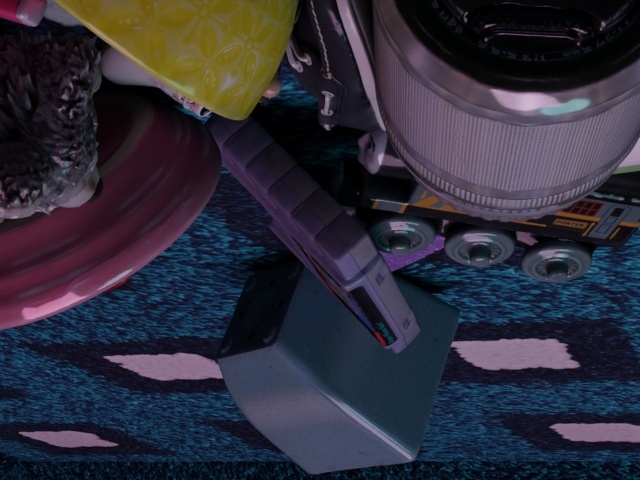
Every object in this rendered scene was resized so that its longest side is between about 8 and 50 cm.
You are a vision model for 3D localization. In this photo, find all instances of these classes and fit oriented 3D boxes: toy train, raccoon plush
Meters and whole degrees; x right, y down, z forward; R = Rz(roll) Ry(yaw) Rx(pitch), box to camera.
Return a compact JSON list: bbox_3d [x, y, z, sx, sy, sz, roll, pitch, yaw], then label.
[{"bbox_3d":[0.184,-0.062,1.424,0.333,0.142,0.190,10,149,-10],"label":"toy train"},{"bbox_3d":[-0.393,-0.119,1.121,0.446,0.216,0.299,10,176,-31],"label":"raccoon plush"}]

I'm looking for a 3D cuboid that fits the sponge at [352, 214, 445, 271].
[{"bbox_3d":[0.076,0.002,1.773,0.117,0.031,0.210,13,160,-24],"label":"sponge"}]

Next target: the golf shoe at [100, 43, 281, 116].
[{"bbox_3d":[-0.126,-0.158,1.267,0.186,0.086,0.067,-2,162,23],"label":"golf shoe"}]

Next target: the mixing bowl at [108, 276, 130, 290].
[{"bbox_3d":[-0.302,0.008,1.774,0.181,0.098,0.181,3,161,1],"label":"mixing bowl"}]

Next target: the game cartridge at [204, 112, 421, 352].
[{"bbox_3d":[0.000,0.000,1.533,0.068,0.230,0.355,-39,156,-2],"label":"game cartridge"}]

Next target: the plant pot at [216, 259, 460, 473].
[{"bbox_3d":[0.003,0.158,1.949,0.252,0.248,0.247,36,148,-26],"label":"plant pot"}]

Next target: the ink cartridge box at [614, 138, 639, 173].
[{"bbox_3d":[0.279,-0.160,1.222,0.171,0.056,0.235,-6,134,27],"label":"ink cartridge box"}]

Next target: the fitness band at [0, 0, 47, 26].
[{"bbox_3d":[-0.316,-0.232,1.018,0.290,0.054,0.209,19,177,25],"label":"fitness band"}]

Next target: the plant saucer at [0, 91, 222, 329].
[{"bbox_3d":[-0.263,-0.046,1.351,0.332,0.332,0.084,-7,124,30],"label":"plant saucer"}]

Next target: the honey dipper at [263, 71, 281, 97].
[{"bbox_3d":[-0.034,-0.183,1.051,0.030,0.161,0.030,5,162,2],"label":"honey dipper"}]

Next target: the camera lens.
[{"bbox_3d":[0.148,-0.150,1.014,0.219,0.219,0.274,3,161,4],"label":"camera lens"}]

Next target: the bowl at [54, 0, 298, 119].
[{"bbox_3d":[-0.109,-0.231,0.891,0.156,0.289,0.289,-49,141,11],"label":"bowl"}]

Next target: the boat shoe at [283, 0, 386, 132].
[{"bbox_3d":[0.013,-0.161,1.179,0.091,0.114,0.302,-3,161,10],"label":"boat shoe"}]
